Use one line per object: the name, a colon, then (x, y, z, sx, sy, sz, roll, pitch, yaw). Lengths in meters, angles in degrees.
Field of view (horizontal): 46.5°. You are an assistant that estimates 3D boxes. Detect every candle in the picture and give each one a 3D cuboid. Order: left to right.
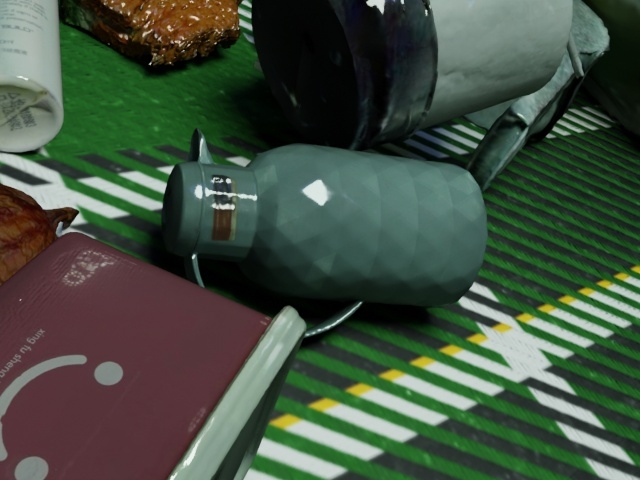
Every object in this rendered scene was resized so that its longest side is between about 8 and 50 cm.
candle: (0.120, -0.231, 0.772, 0.343, 0.221, 0.221, -22, 60, -22)

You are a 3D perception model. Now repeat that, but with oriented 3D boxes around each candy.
candy: (0.475, -0.362, 1.161, 0.427, 0.186, 0.386, 57, 6, 38)

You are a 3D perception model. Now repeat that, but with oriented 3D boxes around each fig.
fig: (-0.232, 0.004, 0.550, 0.146, 0.134, 0.201, 51, 36, 10)

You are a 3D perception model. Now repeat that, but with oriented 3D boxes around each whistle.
whistle: (0.282, -0.212, 1.024, 0.188, 0.168, 0.404, 17, 47, -12)

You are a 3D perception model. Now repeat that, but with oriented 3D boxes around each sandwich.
sandwich: (-0.185, -0.276, 0.898, 0.159, 0.079, 0.235, 50, 48, 8)

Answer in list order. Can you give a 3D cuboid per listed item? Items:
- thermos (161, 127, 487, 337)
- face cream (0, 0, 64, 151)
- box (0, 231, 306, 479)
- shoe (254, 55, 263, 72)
thermos: (0.000, 0.000, 0.681, 0.287, 0.145, 0.182, 3, 81, -24)
face cream: (-0.311, -0.225, 0.754, 0.092, 0.092, 0.311, 5, 48, -26)
box: (-0.148, 0.142, 0.415, 0.168, 0.193, 0.294, 25, 41, 8)
shoe: (-0.005, -0.283, 0.967, 0.159, 0.124, 0.316, 21, 45, -8)
